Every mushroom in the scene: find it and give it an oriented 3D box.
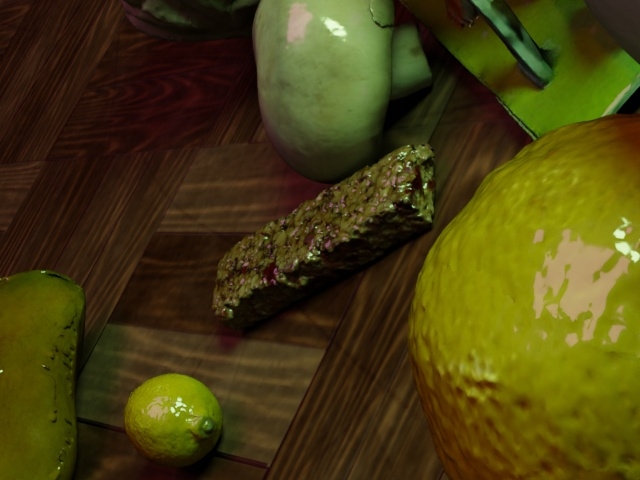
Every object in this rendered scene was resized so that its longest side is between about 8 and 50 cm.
[{"bbox_3d":[0.015,-0.115,1.092,0.154,0.122,0.154,176,90,-80],"label":"mushroom"}]

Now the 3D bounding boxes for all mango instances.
[{"bbox_3d":[-0.243,0.130,1.228,0.156,0.151,0.249,4,51,23],"label":"mango"}]

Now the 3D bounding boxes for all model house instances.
[{"bbox_3d":[0.068,-0.256,0.958,0.242,0.312,0.358,-51,29,13],"label":"model house"}]

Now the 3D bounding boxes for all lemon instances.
[{"bbox_3d":[0.135,0.044,0.646,0.192,0.192,0.231,-61,26,-11],"label":"lemon"},{"bbox_3d":[-0.095,0.118,1.070,0.083,0.062,0.062,3,62,54],"label":"lemon"}]

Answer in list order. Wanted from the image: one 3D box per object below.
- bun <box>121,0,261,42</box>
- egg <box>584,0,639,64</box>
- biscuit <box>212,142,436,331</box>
[{"bbox_3d":[-0.050,-0.264,1.267,0.281,0.205,0.281,-23,6,2],"label":"bun"},{"bbox_3d":[0.237,-0.182,0.599,0.389,0.276,0.276,-32,13,-34],"label":"egg"},{"bbox_3d":[0.000,0.000,1.076,0.199,0.034,0.064,-32,37,38],"label":"biscuit"}]
